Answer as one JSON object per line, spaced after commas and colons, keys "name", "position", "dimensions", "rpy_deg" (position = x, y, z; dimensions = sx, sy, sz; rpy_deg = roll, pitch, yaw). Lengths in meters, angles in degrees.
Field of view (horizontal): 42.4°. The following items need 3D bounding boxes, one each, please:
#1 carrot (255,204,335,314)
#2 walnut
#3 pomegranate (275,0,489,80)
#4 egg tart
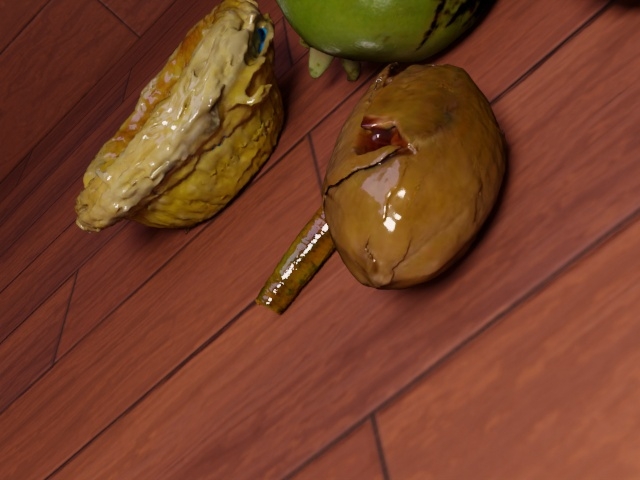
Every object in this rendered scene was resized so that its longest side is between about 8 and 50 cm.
{"name": "carrot", "position": [0.000, 0.000, 0.779], "dimensions": [0.171, 0.042, 0.042], "rpy_deg": [-52, 26, -1]}
{"name": "walnut", "position": [0.076, -0.057, 0.644], "dimensions": [0.137, 0.137, 0.245], "rpy_deg": [-24, 26, 40]}
{"name": "pomegranate", "position": [0.057, -0.292, 0.882], "dimensions": [0.341, 0.260, 0.261], "rpy_deg": [114, -178, -62]}
{"name": "egg tart", "position": [-0.175, -0.146, 1.102], "dimensions": [0.388, 0.169, 0.388], "rpy_deg": [-40, 25, 23]}
